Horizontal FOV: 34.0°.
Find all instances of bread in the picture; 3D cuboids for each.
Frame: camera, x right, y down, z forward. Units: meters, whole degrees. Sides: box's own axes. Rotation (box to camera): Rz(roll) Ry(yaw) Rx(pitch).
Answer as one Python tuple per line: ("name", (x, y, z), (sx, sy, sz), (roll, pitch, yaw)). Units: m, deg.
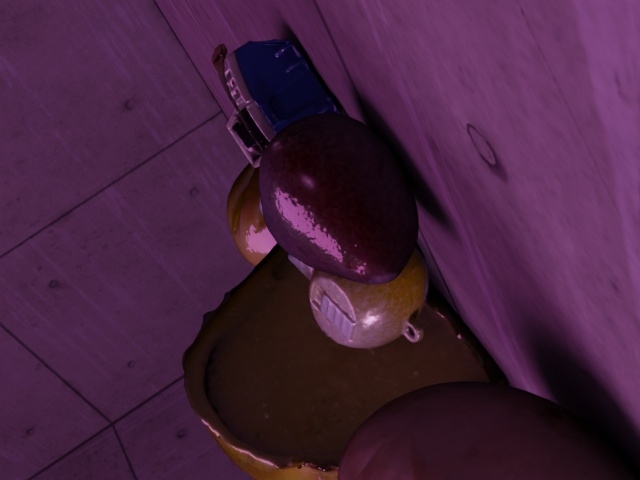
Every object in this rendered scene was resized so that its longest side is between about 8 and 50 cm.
("bread", (-0.061, -0.048, 1.442), (0.158, 0.156, 0.260), (55, 177, -18))

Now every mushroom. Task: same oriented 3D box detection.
("mushroom", (0.096, 0.250, 0.688), (0.297, 0.290, 0.297), (55, 177, 4))

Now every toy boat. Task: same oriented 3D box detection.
("toy boat", (-0.041, -0.111, 1.025), (0.129, 0.088, 0.295), (56, 177, -2))

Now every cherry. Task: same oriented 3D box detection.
("cherry", (0.007, -0.043, 0.760), (0.188, 0.115, 0.148), (70, -174, -58))

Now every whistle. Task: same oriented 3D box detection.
("whistle", (0.026, 0.018, 1.012), (0.223, 0.123, 0.123), (45, 173, 26))

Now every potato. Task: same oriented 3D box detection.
("potato", (0.021, 0.156, 1.132), (0.330, 0.280, 0.213), (52, 173, 40))
